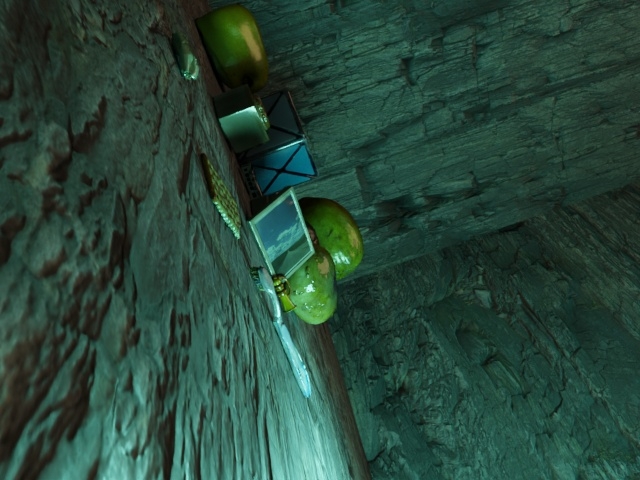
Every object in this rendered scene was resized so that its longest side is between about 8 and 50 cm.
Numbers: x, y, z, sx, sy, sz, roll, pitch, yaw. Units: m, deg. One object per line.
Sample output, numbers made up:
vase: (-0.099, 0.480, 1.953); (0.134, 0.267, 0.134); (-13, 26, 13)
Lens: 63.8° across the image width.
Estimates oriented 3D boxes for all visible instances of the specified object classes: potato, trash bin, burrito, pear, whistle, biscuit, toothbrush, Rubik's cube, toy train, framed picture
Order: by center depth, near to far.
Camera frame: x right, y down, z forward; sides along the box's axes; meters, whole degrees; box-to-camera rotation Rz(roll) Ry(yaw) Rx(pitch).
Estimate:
biscuit: (-0.210, -0.084, 1.123); (0.203, 0.016, 0.144); (69, 2, -58)
burrito: (-0.314, -0.426, 1.203); (0.074, 0.044, 0.118); (85, -17, -74)
toothbrush: (-0.088, 0.239, 1.280); (0.035, 0.042, 0.414); (-47, 127, -47)
whistle: (-0.105, 0.155, 1.535); (0.046, 0.057, 0.109); (-7, -75, 64)
framed picture: (-0.113, -0.010, 1.536); (0.023, 0.189, 0.260); (16, -43, 39)
trash bin: (-0.190, -0.097, 1.641); (0.092, 0.060, 0.043); (-104, 176, -54)
toy train: (-0.215, -0.154, 1.718); (0.043, 0.047, 0.208); (-106, 178, -67)
potato: (-0.030, 0.159, 1.785); (0.210, 0.173, 0.308); (-68, 152, -53)
Rubik's cube: (-0.176, -0.346, 1.869); (0.260, 0.259, 0.255); (63, 5, -59)
pear: (-0.323, -0.747, 2.063); (0.318, 0.238, 0.342); (62, 1, -7)
pear: (0.000, 0.000, 2.225); (0.413, 0.352, 0.352); (49, -10, 28)

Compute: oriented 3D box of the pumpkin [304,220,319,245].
pumpkin: (-0.092, 0.009, 1.901); (0.146, 0.190, 0.190); (-35, 108, -61)

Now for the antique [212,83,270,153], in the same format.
antique: (-0.245, -0.388, 1.638); (0.152, 0.147, 0.147); (67, 1, -48)

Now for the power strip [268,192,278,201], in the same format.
power strip: (-0.219, -0.219, 2.071); (0.052, 0.078, 0.272); (59, 13, -83)
